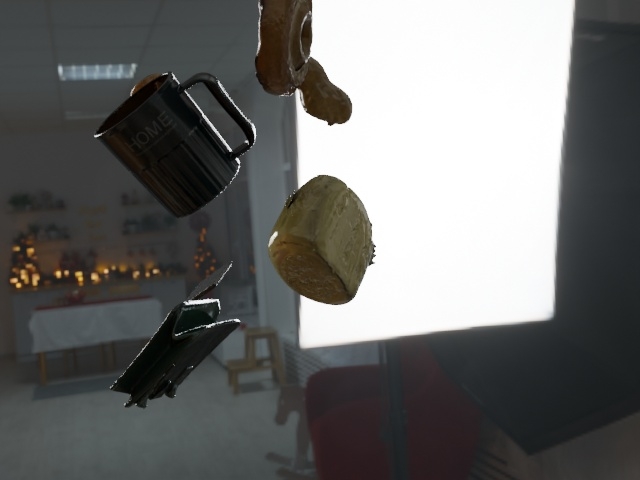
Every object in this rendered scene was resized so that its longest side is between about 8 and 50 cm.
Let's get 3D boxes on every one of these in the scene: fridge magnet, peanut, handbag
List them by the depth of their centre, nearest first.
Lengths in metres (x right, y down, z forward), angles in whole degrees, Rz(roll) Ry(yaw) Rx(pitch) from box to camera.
[{"bbox_3d":[-0.304,0.242,1.704,0.089,0.238,0.326,41,4,7],"label":"handbag"},{"bbox_3d":[-0.019,-0.408,2.083,0.117,0.263,0.101,-40,6,-7],"label":"peanut"},{"bbox_3d":[-0.471,-0.415,2.197,0.143,0.063,0.143,-37,-3,-2],"label":"fridge magnet"}]

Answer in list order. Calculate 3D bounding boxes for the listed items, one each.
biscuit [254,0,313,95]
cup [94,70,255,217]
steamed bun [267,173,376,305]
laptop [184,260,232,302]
[{"bbox_3d":[-0.076,-0.485,1.865,0.101,0.297,0.296,8,4,8],"label":"biscuit"},{"bbox_3d":[-0.350,-0.250,1.972,0.308,0.292,0.242,-44,24,-13],"label":"cup"},{"bbox_3d":[0.000,0.000,1.677,0.166,0.232,0.273,-1,-34,29],"label":"steamed bun"},{"bbox_3d":[-0.306,0.120,2.135,0.129,0.016,0.180,-34,11,19],"label":"laptop"}]
